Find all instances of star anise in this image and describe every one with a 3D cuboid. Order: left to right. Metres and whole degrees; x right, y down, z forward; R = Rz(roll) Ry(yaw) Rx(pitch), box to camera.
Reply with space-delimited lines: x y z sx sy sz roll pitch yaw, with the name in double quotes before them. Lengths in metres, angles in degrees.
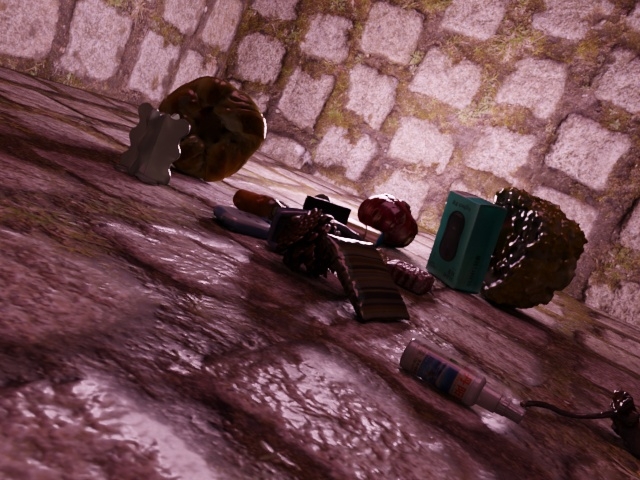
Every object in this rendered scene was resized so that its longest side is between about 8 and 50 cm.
"star anise" 0.506 0.353 1.166 0.228 0.218 0.148 -14 42 11

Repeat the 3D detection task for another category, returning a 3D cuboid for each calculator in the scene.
"calculator" -0.186 -0.044 1.621 0.210 0.039 0.121 16 14 -37

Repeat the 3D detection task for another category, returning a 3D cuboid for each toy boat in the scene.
"toy boat" 0.000 0.000 1.559 0.283 0.127 0.078 18 6 -22

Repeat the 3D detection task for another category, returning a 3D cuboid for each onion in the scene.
"onion" 0.263 -0.077 2.349 0.246 0.190 0.246 40 5 -4

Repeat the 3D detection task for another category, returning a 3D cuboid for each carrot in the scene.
"carrot" -0.189 -0.098 1.783 0.087 0.087 0.193 14 3 -43

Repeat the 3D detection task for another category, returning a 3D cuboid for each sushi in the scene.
"sushi" 0.693 0.039 2.123 0.240 0.396 0.351 21 21 -31

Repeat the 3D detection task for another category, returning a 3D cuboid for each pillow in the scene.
"pillow" 0.103 0.086 1.353 0.208 0.052 0.212 11 48 -54

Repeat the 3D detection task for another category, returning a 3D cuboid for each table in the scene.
"table" -0.464 -0.270 1.718 0.167 0.198 0.166 23 11 -5

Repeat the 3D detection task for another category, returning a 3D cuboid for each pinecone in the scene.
"pinecone" -0.018 0.010 1.416 0.174 0.173 0.173 22 10 -4

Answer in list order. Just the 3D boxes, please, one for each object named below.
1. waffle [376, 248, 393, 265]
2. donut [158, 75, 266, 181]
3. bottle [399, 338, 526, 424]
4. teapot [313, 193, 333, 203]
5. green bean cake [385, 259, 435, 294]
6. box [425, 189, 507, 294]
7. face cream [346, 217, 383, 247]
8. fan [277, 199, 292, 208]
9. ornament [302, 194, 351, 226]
"waffle" 0.184 0.061 1.879 0.092 0.021 0.135 48 18 20
"donut" -0.368 -0.375 2.068 0.361 0.360 0.170 19 9 -23
"bottle" 0.240 0.240 1.037 0.217 0.060 0.060 26 11 23
"teapot" 0.016 -0.104 2.308 0.092 0.124 0.091 -16 -28 25
"green bean cake" 0.258 0.103 1.787 0.135 0.056 0.136 28 11 21
"box" 0.490 0.002 2.095 0.118 0.311 0.205 9 16 -21
"face cream" 0.082 -0.047 2.094 0.285 0.067 0.139 24 14 -5
"fan" -0.047 -0.075 2.158 0.230 0.011 0.335 12 17 -47
"ornament" -0.054 -0.054 1.720 0.166 0.153 0.196 17 3 -36
